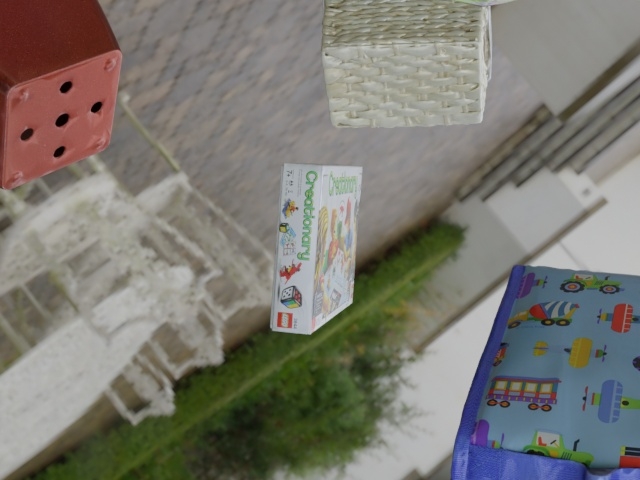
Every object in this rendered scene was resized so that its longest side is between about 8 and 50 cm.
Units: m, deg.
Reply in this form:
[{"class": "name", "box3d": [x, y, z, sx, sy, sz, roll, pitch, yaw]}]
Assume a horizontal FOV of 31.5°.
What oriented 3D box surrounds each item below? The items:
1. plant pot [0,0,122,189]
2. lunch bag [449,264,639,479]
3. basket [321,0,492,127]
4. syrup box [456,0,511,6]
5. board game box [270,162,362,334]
[{"class": "plant pot", "box3d": [-0.419, -0.227, 1.535, 0.267, 0.235, 0.267, -28, 150, -38]}, {"class": "lunch bag", "box3d": [0.233, 0.127, 0.880, 0.220, 0.138, 0.293, 5, -164, 18]}, {"class": "basket", "box3d": [0.083, -0.179, 1.117, 0.103, 0.167, 0.113, -80, 166, -45]}, {"class": "syrup box", "box3d": [0.041, -0.198, 0.333, 0.093, 0.237, 0.096, 3, 172, -39]}, {"class": "board game box", "box3d": [0.000, 0.000, 1.419, 0.053, 0.193, 0.305, 5, -175, 10]}]
